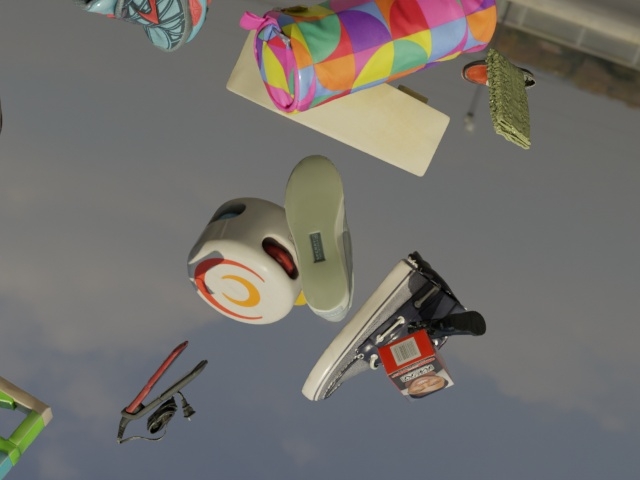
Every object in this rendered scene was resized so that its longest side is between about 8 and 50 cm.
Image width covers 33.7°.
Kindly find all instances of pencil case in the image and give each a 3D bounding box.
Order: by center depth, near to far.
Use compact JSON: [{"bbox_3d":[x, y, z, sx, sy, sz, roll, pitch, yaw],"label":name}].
[{"bbox_3d":[0.050,-0.198,1.001,0.236,0.104,0.104,-19,-150,-21],"label":"pencil case"}]

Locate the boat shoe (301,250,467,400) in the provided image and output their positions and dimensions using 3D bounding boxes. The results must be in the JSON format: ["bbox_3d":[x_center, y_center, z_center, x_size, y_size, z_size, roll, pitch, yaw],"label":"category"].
[{"bbox_3d":[0.123,0.195,1.947,0.158,0.340,0.127,40,-173,11],"label":"boat shoe"}]

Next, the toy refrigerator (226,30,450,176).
[{"bbox_3d":[0.029,-0.168,1.265,0.270,0.094,0.102,19,-172,-45],"label":"toy refrigerator"}]

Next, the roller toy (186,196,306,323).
[{"bbox_3d":[-0.109,0.031,1.759,0.209,0.191,0.146,19,-130,10],"label":"roller toy"}]

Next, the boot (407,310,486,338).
[{"bbox_3d":[0.219,0.153,1.850,0.099,0.045,0.121,-18,164,39],"label":"boot"}]

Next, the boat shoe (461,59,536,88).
[{"bbox_3d":[0.328,-0.301,1.938,0.137,0.049,0.043,7,-157,-9],"label":"boat shoe"}]

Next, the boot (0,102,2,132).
[{"bbox_3d":[-0.306,-0.099,0.928,0.042,0.118,0.087,7,171,-12],"label":"boot"}]

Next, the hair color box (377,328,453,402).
[{"bbox_3d":[0.132,0.173,1.446,0.141,0.072,0.043,52,-164,-61],"label":"hair color box"}]

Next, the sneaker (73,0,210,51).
[{"bbox_3d":[-0.193,-0.261,1.021,0.104,0.125,0.262,38,162,21],"label":"sneaker"}]

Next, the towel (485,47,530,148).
[{"bbox_3d":[0.298,-0.224,1.681,0.027,0.148,0.110,-16,155,33],"label":"towel"}]

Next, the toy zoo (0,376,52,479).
[{"bbox_3d":[-0.448,0.244,1.101,0.192,0.030,0.293,28,-123,14],"label":"toy zoo"}]

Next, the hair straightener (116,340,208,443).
[{"bbox_3d":[-0.235,0.248,1.583,0.089,0.230,0.047,42,-151,0],"label":"hair straightener"}]

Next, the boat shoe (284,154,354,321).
[{"bbox_3d":[0.001,0.000,1.394,0.079,0.227,0.081,-9,156,6],"label":"boat shoe"}]
